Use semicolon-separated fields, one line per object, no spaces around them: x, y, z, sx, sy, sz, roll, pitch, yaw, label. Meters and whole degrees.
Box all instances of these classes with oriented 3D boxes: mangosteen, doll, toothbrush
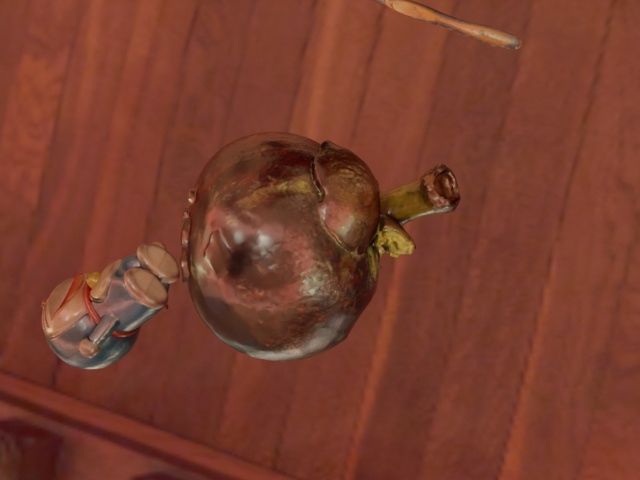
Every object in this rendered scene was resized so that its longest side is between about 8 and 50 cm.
0.000;0.000;1.519;0.289;0.231;0.231;-8;82;8;mangosteen
-0.186;0.060;1.324;0.085;0.114;0.152;42;132;-16;doll
0.121;-0.302;1.987;0.031;0.321;0.023;-109;38;-57;toothbrush
